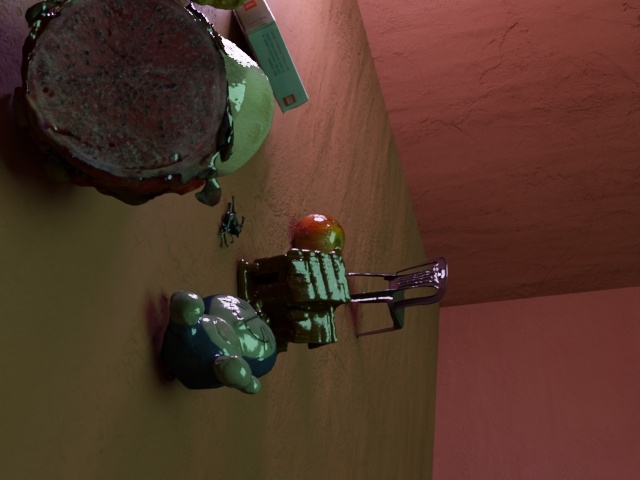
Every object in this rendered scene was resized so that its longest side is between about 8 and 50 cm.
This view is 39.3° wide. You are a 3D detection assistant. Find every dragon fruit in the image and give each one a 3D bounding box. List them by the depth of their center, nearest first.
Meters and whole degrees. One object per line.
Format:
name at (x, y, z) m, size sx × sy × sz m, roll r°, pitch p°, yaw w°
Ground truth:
dragon fruit at (-0.282, -0.174, 1.285) m, size 0.263 × 0.296 × 0.314 m, roll 151°, pitch -68°, yaw -70°

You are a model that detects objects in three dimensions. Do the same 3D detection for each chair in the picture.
chair at (0.252, 0.174, 2.798) m, size 0.183 × 0.326 × 0.175 m, roll 66°, pitch 24°, yaw -44°

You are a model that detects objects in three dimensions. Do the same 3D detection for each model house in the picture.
model house at (-0.045, 0.135, 1.972) m, size 0.219 × 0.229 × 0.199 m, roll 39°, pitch 40°, yaw -66°

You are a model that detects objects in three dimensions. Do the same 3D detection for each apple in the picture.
apple at (0.000, 0.000, 2.355) m, size 0.146 × 0.146 × 0.146 m, roll -8°, pitch 90°, yaw -74°

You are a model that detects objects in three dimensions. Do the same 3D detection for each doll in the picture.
doll at (-0.173, 0.181, 1.601) m, size 0.228 × 0.154 × 0.258 m, roll 48°, pitch 24°, yaw 12°

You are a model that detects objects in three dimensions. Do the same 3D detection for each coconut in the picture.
coconut at (-0.207, -0.237, 1.548) m, size 0.247 × 0.245 × 0.245 m, roll 19°, pitch 65°, yaw -73°

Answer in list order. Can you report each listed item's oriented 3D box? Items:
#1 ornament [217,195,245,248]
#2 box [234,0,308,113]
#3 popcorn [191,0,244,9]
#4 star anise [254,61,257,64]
ornament at (-0.187, -0.027, 1.899) m, size 0.125 × 0.028 × 0.073 m, roll -84°, pitch 159°, yaw -45°
box at (-0.116, -0.448, 2.174) m, size 0.269 × 0.079 × 0.135 m, roll 63°, pitch 2°, yaw -49°
popcorn at (-0.196, -0.587, 1.866) m, size 0.218 × 0.169 × 0.189 m, roll 60°, pitch 27°, yaw -44°
star anise at (-0.153, -0.340, 2.117) m, size 0.168 × 0.057 × 0.168 m, roll -15°, pitch 90°, yaw -81°
